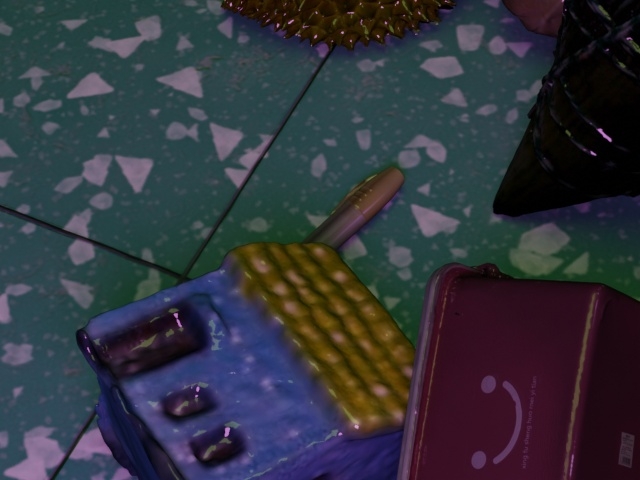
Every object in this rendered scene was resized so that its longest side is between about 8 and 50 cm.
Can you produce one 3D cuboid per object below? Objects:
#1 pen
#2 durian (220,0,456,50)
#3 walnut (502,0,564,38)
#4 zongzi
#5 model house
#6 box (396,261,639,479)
[{"bbox_3d":[0.000,0.000,1.847,0.233,0.032,0.040,-41,38,-24],"label":"pen"},{"bbox_3d":[0.061,-0.319,2.013,0.352,0.158,0.169,-20,43,-7],"label":"durian"},{"bbox_3d":[0.265,-0.293,1.988,0.140,0.140,0.162,13,45,13],"label":"walnut"},{"bbox_3d":[0.310,-0.228,1.764,0.319,0.383,0.362,-33,89,-24],"label":"zongzi"},{"bbox_3d":[-0.037,0.148,1.635,0.303,0.215,0.237,-23,55,-20],"label":"model house"},{"bbox_3d":[0.188,0.169,1.539,0.167,0.193,0.294,-1,73,38],"label":"box"}]
